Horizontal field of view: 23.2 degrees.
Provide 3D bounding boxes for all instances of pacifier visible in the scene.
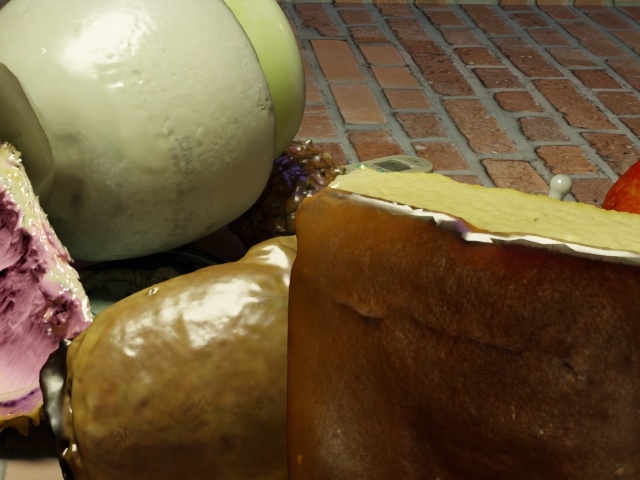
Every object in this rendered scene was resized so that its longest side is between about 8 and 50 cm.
[{"bbox_3d":[0.297,-0.046,1.963,0.082,0.078,0.099,16,10,-31],"label":"pacifier"}]

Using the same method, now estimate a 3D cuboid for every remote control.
[{"bbox_3d":[0.059,-0.076,2.074,0.221,0.042,0.078,-13,24,-38],"label":"remote control"}]

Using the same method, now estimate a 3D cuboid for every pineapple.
[{"bbox_3d":[0.000,0.000,1.743,0.158,0.157,0.278,-9,35,-27],"label":"pineapple"}]

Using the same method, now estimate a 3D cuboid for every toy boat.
[{"bbox_3d":[-0.164,0.085,1.575,0.210,0.070,0.291,-4,24,-3],"label":"toy boat"}]

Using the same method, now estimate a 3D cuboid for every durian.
[{"bbox_3d":[-0.300,0.063,1.449,0.191,0.112,0.341,-35,58,1],"label":"durian"}]

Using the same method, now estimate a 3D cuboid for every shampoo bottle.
[{"bbox_3d":[-0.198,-0.142,1.625,0.322,0.322,0.317,18,42,38],"label":"shampoo bottle"}]

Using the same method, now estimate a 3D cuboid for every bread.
[{"bbox_3d":[0.127,0.134,1.079,0.324,0.333,0.143,11,19,34],"label":"bread"}]

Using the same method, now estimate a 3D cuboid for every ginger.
[{"bbox_3d":[-0.065,0.115,1.272,0.223,0.200,0.269,-29,-6,29],"label":"ginger"}]

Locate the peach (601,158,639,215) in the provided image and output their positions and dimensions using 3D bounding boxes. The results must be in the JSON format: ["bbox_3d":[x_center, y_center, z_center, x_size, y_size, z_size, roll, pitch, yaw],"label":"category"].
[{"bbox_3d":[0.432,0.036,1.425,0.373,0.289,0.372,-6,19,2],"label":"peach"}]

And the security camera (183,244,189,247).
[{"bbox_3d":[-0.174,-0.124,1.953,0.197,0.191,0.277,40,1,-9],"label":"security camera"}]
